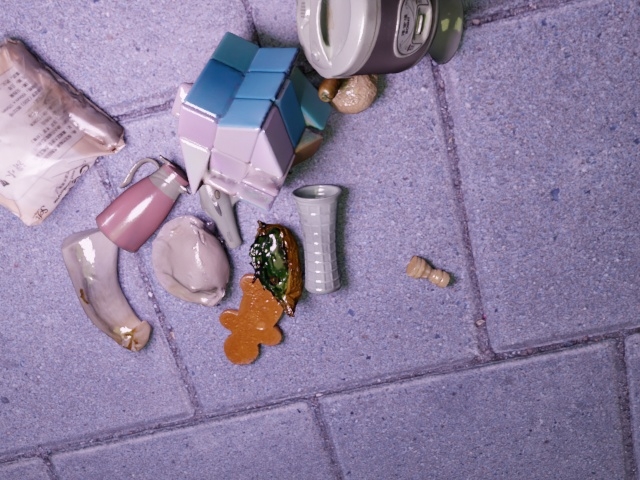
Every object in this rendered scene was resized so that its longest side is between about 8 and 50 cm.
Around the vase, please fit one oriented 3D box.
[{"bbox_3d":[0.000,0.000,1.557,0.143,0.143,0.298,-2,113,3],"label":"vase"}]

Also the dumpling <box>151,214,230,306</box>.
[{"bbox_3d":[-0.368,0.057,1.590,0.205,0.163,0.292,-1,116,38],"label":"dumpling"}]

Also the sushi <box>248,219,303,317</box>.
[{"bbox_3d":[-0.138,0.076,1.566,0.149,0.140,0.287,-2,100,24],"label":"sushi"}]

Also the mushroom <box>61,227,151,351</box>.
[{"bbox_3d":[-0.641,0.161,1.636,0.177,0.126,0.397,-14,105,-2],"label":"mushroom"}]

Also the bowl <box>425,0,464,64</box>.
[{"bbox_3d":[0.277,-0.541,1.360,0.086,0.189,0.189,19,116,39],"label":"bowl"}]

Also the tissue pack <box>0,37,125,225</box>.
[{"bbox_3d":[-0.781,-0.274,1.434,0.390,0.195,0.375,44,89,-15],"label":"tissue pack"}]

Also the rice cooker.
[{"bbox_3d":[0.098,-0.517,1.230,0.277,0.288,0.288,-12,114,-33],"label":"rice cooker"}]

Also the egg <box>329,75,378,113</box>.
[{"bbox_3d":[0.085,-0.390,1.418,0.140,0.116,0.118,-13,73,12],"label":"egg"}]

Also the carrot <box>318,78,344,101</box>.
[{"bbox_3d":[0.052,-0.430,1.360,0.049,0.254,0.049,17,145,13],"label":"carrot"}]

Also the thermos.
[{"bbox_3d":[-0.496,-0.117,1.530,0.176,0.146,0.265,45,95,6],"label":"thermos"}]

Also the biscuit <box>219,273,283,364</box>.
[{"bbox_3d":[-0.211,0.252,1.692,0.205,0.049,0.324,19,109,-4],"label":"biscuit"}]

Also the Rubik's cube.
[{"bbox_3d":[-0.180,-0.275,1.336,0.358,0.387,0.368,25,150,-5],"label":"Rubik's cube"}]

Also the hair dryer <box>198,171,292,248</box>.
[{"bbox_3d":[-0.211,-0.086,1.567,0.267,0.092,0.229,-3,117,-8],"label":"hair dryer"}]

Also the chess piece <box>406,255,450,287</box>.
[{"bbox_3d":[0.324,0.096,1.616,0.122,0.066,0.066,22,109,-11],"label":"chess piece"}]
